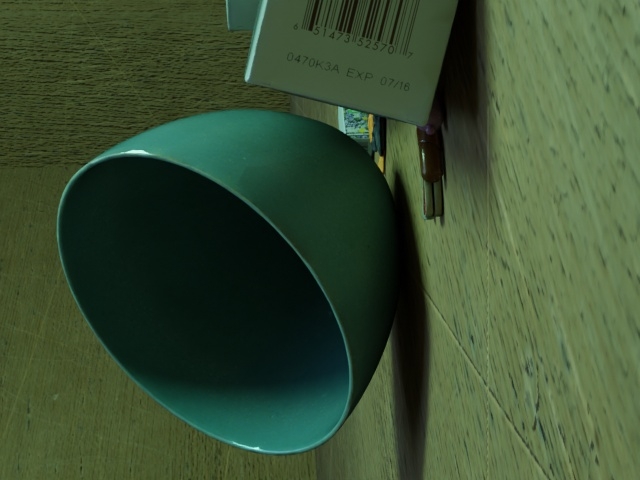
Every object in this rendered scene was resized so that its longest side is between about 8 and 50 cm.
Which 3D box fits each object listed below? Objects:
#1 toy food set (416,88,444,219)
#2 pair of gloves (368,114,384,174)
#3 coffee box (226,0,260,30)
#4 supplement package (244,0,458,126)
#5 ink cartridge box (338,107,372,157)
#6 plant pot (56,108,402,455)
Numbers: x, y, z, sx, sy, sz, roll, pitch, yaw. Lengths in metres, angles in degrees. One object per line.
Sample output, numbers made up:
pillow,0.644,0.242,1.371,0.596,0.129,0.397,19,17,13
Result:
toy food set,0.067,-0.067,0.910,0.078,0.019,0.122,-103,11,-75
pair of gloves,0.051,-0.107,1.295,0.083,0.010,0.074,-100,8,-64
coffee box,-0.028,-0.340,1.378,0.098,0.141,0.247,95,171,-73
supplement package,0.015,-0.132,0.830,0.179,0.105,0.105,-110,34,-82
ink cartridge box,0.035,-0.117,1.432,0.115,0.029,0.063,-94,3,-46
plant pot,-0.044,0.005,1.168,0.195,0.290,0.290,-44,-33,-40
